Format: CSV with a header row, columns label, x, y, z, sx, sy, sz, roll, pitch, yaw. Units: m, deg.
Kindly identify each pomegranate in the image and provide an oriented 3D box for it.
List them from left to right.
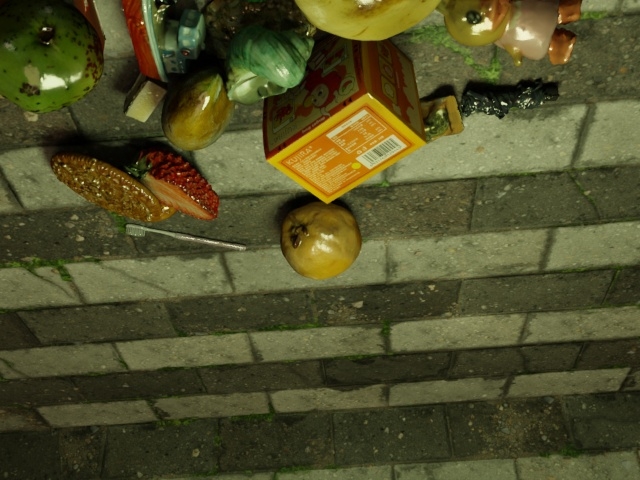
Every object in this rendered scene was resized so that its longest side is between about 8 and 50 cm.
label,x,y,z,sx,sy,sz,roll,pitch,yaw
pomegranate,-0.510,-0.333,1.337,0.214,0.214,0.248,12,174,-19
pomegranate,0.073,-0.511,1.242,0.332,0.333,0.333,-2,144,-1

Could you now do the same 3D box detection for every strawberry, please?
label,x,y,z,sx,sy,sz,roll,pitch,yaw
strawberry,-0.379,-0.153,1.835,0.286,0.106,0.188,28,158,-31

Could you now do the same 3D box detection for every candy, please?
label,x,y,z,sx,sy,sz,roll,pitch,yaw
candy,0.206,-0.268,1.735,0.271,0.101,0.143,-15,149,7

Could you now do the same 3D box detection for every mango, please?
label,x,y,z,sx,sy,sz,roll,pitch,yaw
mango,-0.447,-0.081,1.977,0.127,0.063,0.077,-15,150,18
mango,-0.256,-0.285,1.549,0.146,0.193,0.316,30,173,-13

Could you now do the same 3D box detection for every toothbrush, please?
label,x,y,z,sx,sy,sz,roll,pitch,yaw
toothbrush,-0.388,-0.003,2.114,0.353,0.029,0.024,11,155,-18

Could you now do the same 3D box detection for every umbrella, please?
label,x,y,z,sx,sy,sz,roll,pitch,yaw
umbrella,0.443,-0.324,1.697,0.224,0.071,0.080,-8,172,-1

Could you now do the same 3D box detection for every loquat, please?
label,x,y,z,sx,sy,sz,roll,pitch,yaw
loquat,0.000,0.000,2.007,0.238,0.193,0.238,-9,149,-6

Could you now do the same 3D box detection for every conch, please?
label,x,y,z,sx,sy,sz,roll,pitch,yaw
conch,-0.106,-0.348,1.436,0.188,0.122,0.176,-2,150,25

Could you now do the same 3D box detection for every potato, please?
label,x,y,z,sx,sy,sz,roll,pitch,yaw
potato,-0.391,-0.329,1.625,0.061,0.086,0.122,24,130,-28

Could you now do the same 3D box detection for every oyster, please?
label,x,y,z,sx,sy,sz,roll,pitch,yaw
oyster,-0.130,-0.425,1.509,0.259,0.092,0.198,-8,140,12

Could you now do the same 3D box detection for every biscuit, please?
label,x,y,z,sx,sy,sz,roll,pitch,yaw
biscuit,-0.539,-0.128,1.826,0.305,0.038,0.305,20,160,8

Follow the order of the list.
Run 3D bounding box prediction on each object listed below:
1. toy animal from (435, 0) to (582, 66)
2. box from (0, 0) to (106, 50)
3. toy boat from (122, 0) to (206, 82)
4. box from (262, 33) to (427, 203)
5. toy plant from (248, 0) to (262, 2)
label,x,y,z,sx,sy,sz,roll,pitch,yaw
toy animal,0.362,-0.451,1.448,0.281,0.196,0.169,7,-177,-19
box,-0.647,-0.474,1.378,0.385,0.122,0.345,-2,143,-1
toy boat,-0.295,-0.456,1.398,0.133,0.145,0.332,8,149,3
box,0.044,-0.281,1.567,0.283,0.260,0.213,-29,137,31
toy plant,-0.101,-0.554,1.337,0.154,0.088,0.240,7,131,-39
